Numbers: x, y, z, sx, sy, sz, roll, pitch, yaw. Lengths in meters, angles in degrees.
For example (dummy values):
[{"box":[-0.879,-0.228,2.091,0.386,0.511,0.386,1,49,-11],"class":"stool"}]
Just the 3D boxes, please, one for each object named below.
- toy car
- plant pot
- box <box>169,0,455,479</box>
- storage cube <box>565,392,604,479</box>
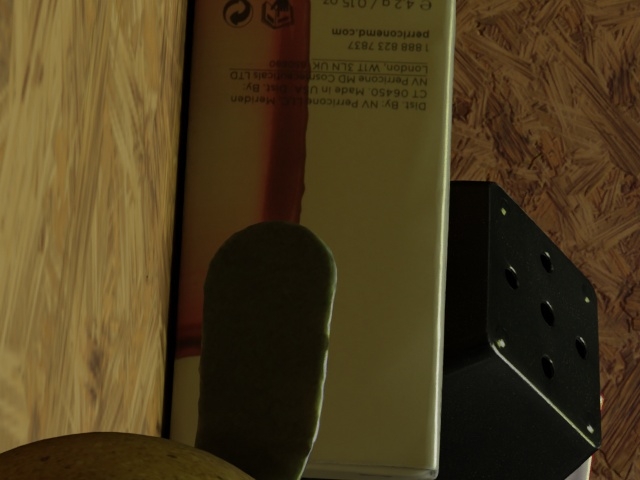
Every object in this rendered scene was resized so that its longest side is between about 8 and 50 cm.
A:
[{"box":[-0.037,0.072,0.314,0.149,0.155,0.188,88,-4,-52],"class":"toy car"},{"box":[0.069,0.072,1.181,0.188,0.167,0.187,44,37,-37],"class":"plant pot"},{"box":[0.000,0.000,0.960,0.148,0.126,0.232,73,20,-81],"class":"box"},{"box":[0.081,0.200,1.442,0.193,0.215,0.184,130,-28,-67],"class":"storage cube"}]
